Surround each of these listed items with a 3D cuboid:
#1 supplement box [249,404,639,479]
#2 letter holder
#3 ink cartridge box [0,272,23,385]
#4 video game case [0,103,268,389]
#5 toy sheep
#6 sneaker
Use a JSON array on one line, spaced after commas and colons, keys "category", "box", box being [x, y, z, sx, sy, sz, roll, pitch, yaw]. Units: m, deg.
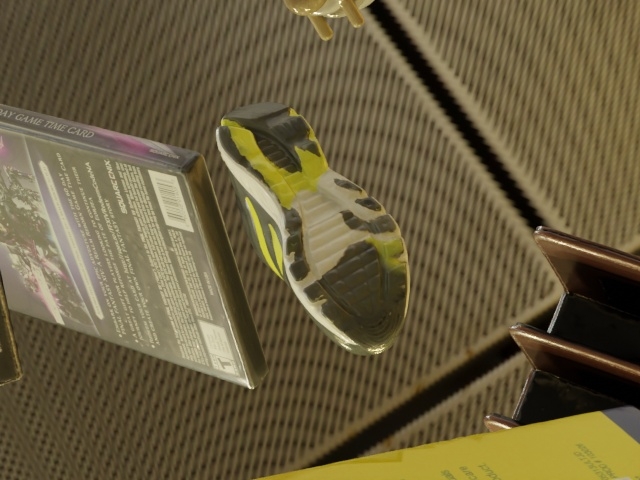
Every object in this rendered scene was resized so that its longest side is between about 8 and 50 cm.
[{"category": "supplement box", "box": [0.045, 0.234, 0.931, 0.356, 0.195, 0.194, -8, -66, -20]}, {"category": "letter holder", "box": [0.284, 0.123, 1.414, 0.301, 0.214, 0.152, 20, -101, 20]}, {"category": "ink cartridge box", "box": [-0.186, -0.060, 0.852, 0.045, 0.208, 0.206, -15, -67, -12]}, {"category": "video game case", "box": [-0.171, -0.006, 1.325, 0.274, 0.196, 0.026, 16, -133, 33]}, {"category": "toy sheep", "box": [0.012, -0.204, 1.372, 0.091, 0.091, 0.132, 32, -134, 8]}, {"category": "sneaker", "box": [0.000, 0.000, 0.494, 0.031, 0.035, 0.083, -21, -126, -12]}]
